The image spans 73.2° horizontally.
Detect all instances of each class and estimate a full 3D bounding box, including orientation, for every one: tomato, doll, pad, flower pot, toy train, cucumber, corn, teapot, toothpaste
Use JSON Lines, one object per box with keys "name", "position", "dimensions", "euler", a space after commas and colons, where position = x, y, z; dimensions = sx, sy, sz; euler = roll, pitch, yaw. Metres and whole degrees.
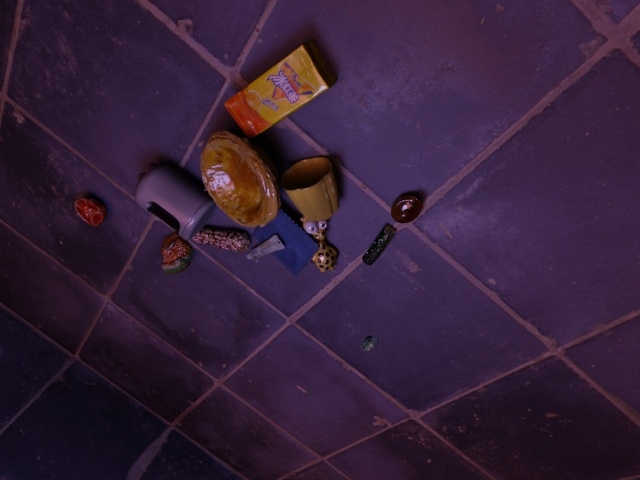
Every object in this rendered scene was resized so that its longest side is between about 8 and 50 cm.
{"name": "tomato", "position": [-1.067, -0.148, 2.025], "dimensions": [0.155, 0.069, 0.156], "euler": [10, 128, 13]}
{"name": "doll", "position": [0.000, 0.001, 1.707], "dimensions": [0.117, 0.086, 0.291], "euler": [-19, 118, -9]}
{"name": "pad", "position": [-0.146, 0.000, 1.745], "dimensions": [0.269, 0.012, 0.269], "euler": [45, 141, 2]}
{"name": "flower pot", "position": [-0.023, -0.173, 1.547], "dimensions": [0.195, 0.195, 0.179], "euler": [-4, 133, 23]}
{"name": "toy train", "position": [0.219, 0.473, 1.969], "dimensions": [0.053, 0.033, 0.083], "euler": [27, 128, -2]}
{"name": "cucumber", "position": [0.220, 0.022, 1.653], "dimensions": [0.058, 0.058, 0.187], "euler": [30, 128, 0]}
{"name": "corn", "position": [-0.432, -0.010, 1.869], "dimensions": [0.280, 0.092, 0.092], "euler": [10, 125, 20]}
{"name": "teapot", "position": [0.304, -0.109, 1.519], "dimensions": [0.098, 0.078, 0.129], "euler": [39, 127, -7]}
{"name": "toothpaste", "position": [-0.239, 0.038, 1.821], "dimensions": [0.255, 0.037, 0.067], "euler": [-24, 100, 46]}

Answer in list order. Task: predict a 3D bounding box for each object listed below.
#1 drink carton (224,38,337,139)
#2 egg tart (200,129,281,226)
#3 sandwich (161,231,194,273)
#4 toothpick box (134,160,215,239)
{"name": "drink carton", "position": [-0.134, -0.487, 1.419], "dimensions": [0.351, 0.111, 0.155], "euler": [-24, 112, 31]}
{"name": "egg tart", "position": [-0.275, -0.226, 1.576], "dimensions": [0.387, 0.169, 0.388], "euler": [26, 137, 27]}
{"name": "sandwich", "position": [-0.686, 0.069, 2.000], "dimensions": [0.184, 0.109, 0.160], "euler": [-24, 113, 32]}
{"name": "toothpick box", "position": [-0.596, -0.180, 1.749], "dimensions": [0.316, 0.229, 0.229], "euler": [37, 127, -3]}
